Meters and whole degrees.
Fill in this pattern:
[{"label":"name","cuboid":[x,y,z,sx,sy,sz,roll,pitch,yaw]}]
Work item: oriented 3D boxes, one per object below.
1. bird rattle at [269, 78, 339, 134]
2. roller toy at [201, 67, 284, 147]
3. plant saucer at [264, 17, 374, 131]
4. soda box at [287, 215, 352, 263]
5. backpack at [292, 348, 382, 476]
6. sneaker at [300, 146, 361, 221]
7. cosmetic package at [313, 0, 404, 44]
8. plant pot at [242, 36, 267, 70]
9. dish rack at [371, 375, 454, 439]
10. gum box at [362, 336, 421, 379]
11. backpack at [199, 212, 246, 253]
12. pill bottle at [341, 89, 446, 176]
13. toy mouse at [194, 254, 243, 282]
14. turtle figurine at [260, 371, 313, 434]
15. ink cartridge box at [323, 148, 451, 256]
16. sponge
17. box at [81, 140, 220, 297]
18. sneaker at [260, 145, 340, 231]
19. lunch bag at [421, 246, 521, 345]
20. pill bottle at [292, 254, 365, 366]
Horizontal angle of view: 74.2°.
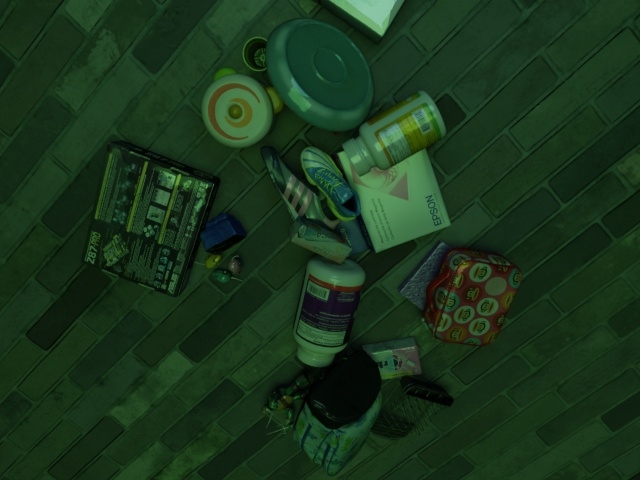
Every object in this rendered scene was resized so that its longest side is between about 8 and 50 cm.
[{"label":"bird rattle","cuboid":[-0.038,-0.379,1.120,0.143,0.207,0.253,-30,97,35]},{"label":"roller toy","cuboid":[-0.216,-0.350,1.155,0.209,0.146,0.191,22,107,-5]},{"label":"plant saucer","cuboid":[0.015,-0.428,1.066,0.318,0.044,0.317,9,71,-27]},{"label":"soda box","cuboid":[0.000,0.000,1.213,0.183,0.058,0.063,25,112,-29]},{"label":"backpack","cuboid":[0.046,0.562,1.335,0.273,0.290,0.355,47,130,14]},{"label":"sneaker","cuboid":[0.041,-0.158,1.157,0.091,0.126,0.240,-41,106,-11]},{"label":"cosmetic package","cuboid":[0.119,-0.660,1.054,0.225,0.138,0.224,30,106,-8]},{"label":"plant pot","cuboid":[-0.161,-0.497,1.143,0.083,0.079,0.083,1,106,2]},{"label":"dish rack","cuboid":[0.294,0.584,1.430,0.208,0.074,0.271,24,108,-24]},{"label":"gum box","cuboid":[0.231,0.396,1.408,0.188,0.062,0.107,-11,106,5]},{"label":"backpack","cuboid":[-0.303,-0.019,1.289,0.120,0.098,0.101,-32,74,11]},{"label":"pill bottle","cuboid":[0.185,-0.269,1.105,0.246,0.136,0.136,-29,104,9]},{"label":"toy mouse","cuboid":[-0.296,0.098,1.332,0.161,0.031,0.143,-21,127,27]},{"label":"turtle figurine","cuboid":[-0.123,0.552,1.439,0.234,0.118,0.175,-36,137,-1]},{"label":"ink cartridge box","cuboid":[0.175,-0.137,1.247,0.330,0.071,0.324,-22,105,7]},{"label":"sponge","cuboid":[0.353,0.114,1.329,0.117,0.031,0.210,36,101,-9]},{"label":"box","cuboid":[-0.517,-0.058,1.284,0.318,0.097,0.394,20,107,-6]},{"label":"sneaker","cuboid":[-0.056,-0.151,1.238,0.131,0.112,0.319,-29,111,3]},{"label":"lunch bag","cuboid":[0.434,0.172,1.274,0.258,0.120,0.293,9,111,-14]},{"label":"pill bottle","cuboid":[0.018,0.216,1.301,0.182,0.181,0.322,12,108,-2]}]
